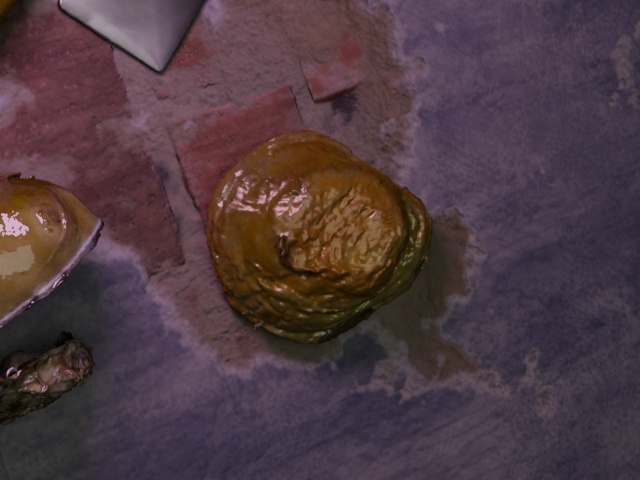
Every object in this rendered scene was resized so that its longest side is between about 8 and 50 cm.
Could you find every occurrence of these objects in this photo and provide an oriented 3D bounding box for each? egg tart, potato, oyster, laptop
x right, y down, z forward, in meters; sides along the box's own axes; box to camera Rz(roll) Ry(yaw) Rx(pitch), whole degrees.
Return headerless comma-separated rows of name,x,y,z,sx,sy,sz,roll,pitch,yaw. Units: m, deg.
egg tart,0.000,0.000,1.889,0.351,0.153,0.339,40,78,-17
potato,-0.454,-0.003,1.641,0.300,0.246,0.196,-41,112,-21
oyster,-0.417,0.202,1.697,0.092,0.198,0.260,60,30,-2
laptop,-0.253,-0.412,1.857,0.188,0.015,0.269,32,77,-20

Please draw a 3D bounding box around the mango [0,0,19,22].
mango,-0.500,-0.385,1.691,0.195,0.142,0.331,43,66,-21
